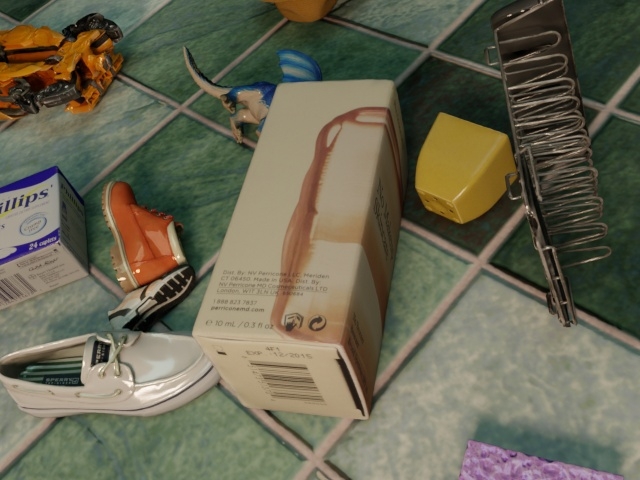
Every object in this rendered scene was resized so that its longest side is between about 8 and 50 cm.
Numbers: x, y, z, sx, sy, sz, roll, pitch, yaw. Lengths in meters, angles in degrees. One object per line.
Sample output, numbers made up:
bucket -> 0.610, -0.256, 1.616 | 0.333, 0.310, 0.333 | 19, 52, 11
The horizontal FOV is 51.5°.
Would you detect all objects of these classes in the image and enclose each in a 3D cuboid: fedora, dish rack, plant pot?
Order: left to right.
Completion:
fedora -> -0.024, -0.383, 0.989 | 0.194, 0.079, 0.194 | -11, 44, 11
plant pot -> 0.144, -0.068, 0.689 | 0.081, 0.081, 0.083 | 27, 77, 33
dish rack -> 0.210, -0.069, 0.592 | 0.074, 0.208, 0.271 | -14, 49, 23

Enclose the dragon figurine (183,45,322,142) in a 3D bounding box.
dragon figurine -> -0.043, -0.176, 0.825 | 0.144, 0.085, 0.289 | -38, 56, -16

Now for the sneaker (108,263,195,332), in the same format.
sneaker -> -0.184, 0.060, 0.717 | 0.109, 0.040, 0.044 | -40, 50, -15

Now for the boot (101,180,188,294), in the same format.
boot -> -0.205, -0.016, 0.777 | 0.085, 0.059, 0.158 | -23, 58, -4

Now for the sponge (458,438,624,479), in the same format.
sponge -> 0.137, 0.253, 0.467 | 0.117, 0.031, 0.210 | 9, 57, 24

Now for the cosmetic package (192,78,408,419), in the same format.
cosmetic package -> 0.000, 0.000, 0.634 | 0.129, 0.153, 0.296 | 1, 55, 17

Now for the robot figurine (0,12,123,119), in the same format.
robot figurine -> -0.433, -0.262, 1.021 | 0.291, 0.085, 0.211 | 6, 55, 22

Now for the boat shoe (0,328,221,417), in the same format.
boat shoe -> -0.207, 0.128, 0.647 | 0.226, 0.076, 0.083 | -14, 50, 6

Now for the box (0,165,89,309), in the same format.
box -> -0.356, -0.004, 0.801 | 0.126, 0.072, 0.137 | -22, 49, 0
